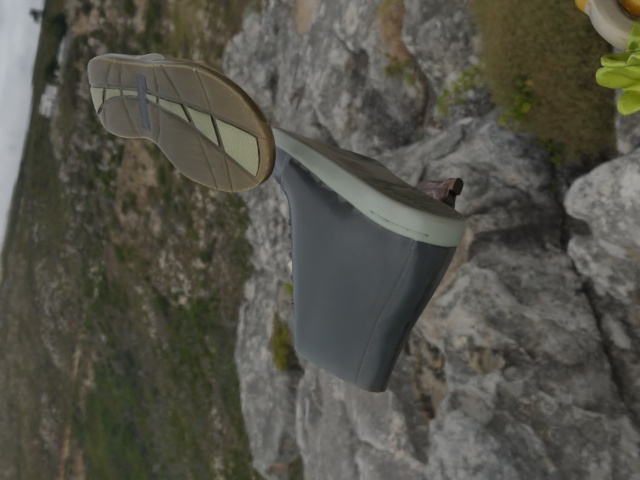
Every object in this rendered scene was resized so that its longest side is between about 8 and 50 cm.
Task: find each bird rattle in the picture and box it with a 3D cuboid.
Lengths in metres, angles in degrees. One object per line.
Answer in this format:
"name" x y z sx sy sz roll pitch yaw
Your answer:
"bird rattle" 0.431 -0.286 0.866 0.253 0.143 0.207 -38 65 7

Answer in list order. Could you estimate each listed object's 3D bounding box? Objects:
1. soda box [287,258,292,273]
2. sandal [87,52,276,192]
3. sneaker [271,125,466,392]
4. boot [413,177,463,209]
"soda box" 0.034 0.005 0.908 0.181 0.058 0.061 -46 58 39
"sandal" -0.088 -0.086 0.467 0.180 0.049 0.072 25 124 39
"sneaker" 0.000 0.000 0.482 0.118 0.083 0.222 -69 26 13
"boot" 0.187 -0.065 1.268 0.114 0.037 0.106 1 51 55
